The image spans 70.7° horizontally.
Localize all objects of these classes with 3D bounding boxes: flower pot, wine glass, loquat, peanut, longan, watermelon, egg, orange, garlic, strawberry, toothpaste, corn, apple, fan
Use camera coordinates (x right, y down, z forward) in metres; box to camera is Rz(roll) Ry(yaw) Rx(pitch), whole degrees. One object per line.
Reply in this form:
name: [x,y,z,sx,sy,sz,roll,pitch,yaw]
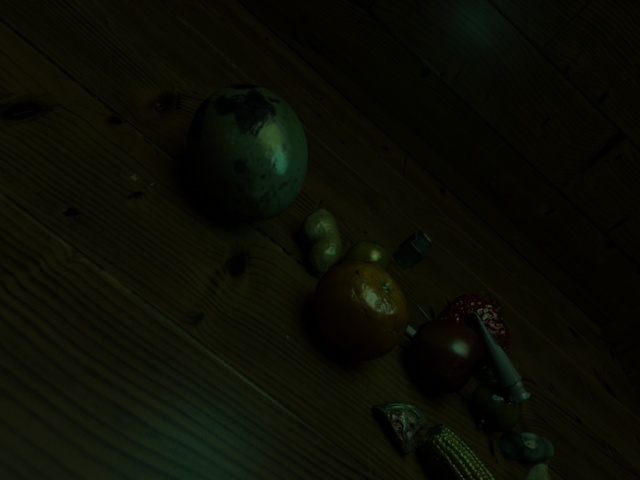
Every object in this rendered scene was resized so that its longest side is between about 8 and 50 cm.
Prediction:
flower pot: [0.409,0.039,1.968,0.103,0.108,0.229,47,30,3]
wine glass: [0.686,0.682,1.489,0.202,0.093,0.092,24,35,-33]
loquat: [0.145,0.086,1.522,0.149,0.172,0.204,40,71,17]
peanut: [0.000,0.000,1.484,0.137,0.122,0.253,11,46,-32]
longan: [0.565,0.548,1.473,0.176,0.145,0.155,-32,53,-21]
watermelon: [0.228,0.488,1.185,0.187,0.071,0.139,28,37,-28]
egg: [-0.208,-0.250,1.313,0.345,0.345,0.427,16,52,-41]
orange: [0.112,0.191,1.257,0.284,0.226,0.283,32,36,-26]
garlic: [0.648,0.755,1.273,0.146,0.164,0.244,21,27,-6]
strawberry: [0.523,0.328,1.605,0.277,0.257,0.257,-29,72,-23]
toothpaste: [0.552,0.365,1.432,0.299,0.073,0.114,61,-10,13]
toothpaste: [0.305,0.311,1.557,0.190,0.031,0.048,41,26,-13]
corn: [0.389,0.630,1.142,0.344,0.131,0.131,52,29,15]
apple: [0.389,0.360,1.411,0.234,0.234,0.233,32,31,-22]
fan: [0.435,0.329,1.719,0.220,0.009,0.132,53,29,16]

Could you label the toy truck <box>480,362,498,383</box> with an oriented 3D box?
toy truck: [0.643,0.484,1.671,0.285,0.111,0.136,-112,175,-53]
